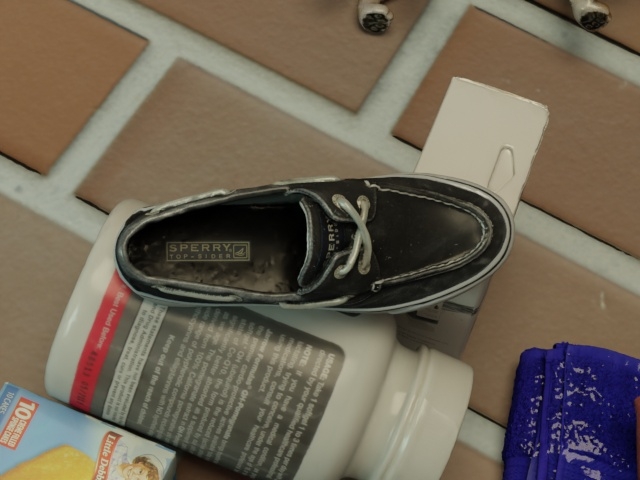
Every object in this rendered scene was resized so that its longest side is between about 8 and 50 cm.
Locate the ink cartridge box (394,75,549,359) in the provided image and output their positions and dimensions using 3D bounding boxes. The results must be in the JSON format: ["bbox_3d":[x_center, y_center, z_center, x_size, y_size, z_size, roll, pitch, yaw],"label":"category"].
[{"bbox_3d":[0.114,-0.009,1.304,0.092,0.218,0.158,21,60,5],"label":"ink cartridge box"}]

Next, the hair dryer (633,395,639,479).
[{"bbox_3d":[0.230,0.238,1.174,0.224,0.080,0.293,30,62,4],"label":"hair dryer"}]

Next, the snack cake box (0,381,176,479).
[{"bbox_3d":[-0.231,0.262,1.181,0.152,0.089,0.264,21,60,6],"label":"snack cake box"}]

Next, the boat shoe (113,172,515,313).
[{"bbox_3d":[0.000,0.000,1.117,0.301,0.102,0.108,0,87,-6],"label":"boat shoe"}]

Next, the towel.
[{"bbox_3d":[0.255,0.240,1.263,0.228,0.076,0.308,14,60,1],"label":"towel"}]

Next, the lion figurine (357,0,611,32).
[{"bbox_3d":[0.195,-0.329,1.546,0.392,0.142,0.240,5,53,0],"label":"lion figurine"}]

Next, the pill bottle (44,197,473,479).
[{"bbox_3d":[-0.046,0.101,1.239,0.319,0.176,0.176,22,60,-2],"label":"pill bottle"}]
